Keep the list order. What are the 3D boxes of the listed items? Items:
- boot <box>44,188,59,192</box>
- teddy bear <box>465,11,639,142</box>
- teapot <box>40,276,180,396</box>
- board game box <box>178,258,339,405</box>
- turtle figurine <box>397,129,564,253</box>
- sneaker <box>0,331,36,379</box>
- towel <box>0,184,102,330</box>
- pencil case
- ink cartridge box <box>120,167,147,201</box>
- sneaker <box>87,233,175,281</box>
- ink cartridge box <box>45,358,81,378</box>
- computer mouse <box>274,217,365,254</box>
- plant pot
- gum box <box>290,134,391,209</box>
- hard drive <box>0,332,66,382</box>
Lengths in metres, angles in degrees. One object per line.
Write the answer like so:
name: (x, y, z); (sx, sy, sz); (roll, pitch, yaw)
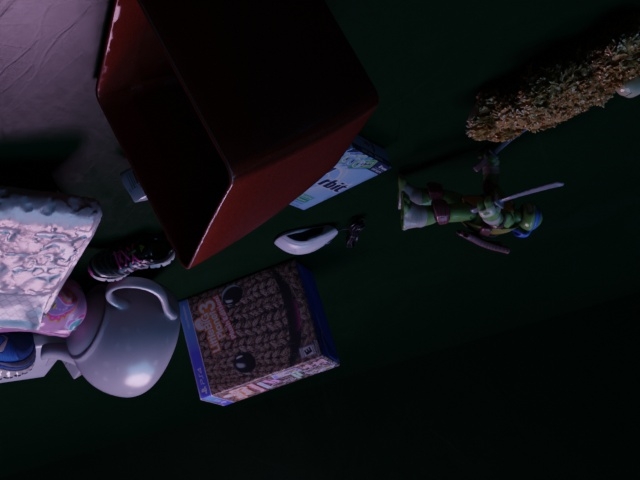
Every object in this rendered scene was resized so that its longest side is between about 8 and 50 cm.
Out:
boot: (-0.463, -0.004, 1.616); (0.165, 0.077, 0.213); (-14, 154, -10)
teddy bear: (0.393, -0.236, 1.670); (0.338, 0.113, 0.245); (-22, 164, 15)
teapot: (-0.399, 0.169, 1.993); (0.187, 0.256, 0.252); (26, 180, -32)
board game box: (-0.137, 0.205, 2.292); (0.291, 0.232, 0.141); (-21, 161, 11)
turtle figurine: (0.278, -0.105, 1.883); (0.266, 0.197, 0.274); (-1, 150, -1)
sneaker: (-0.623, 0.183, 1.936); (0.130, 0.147, 0.330); (7, -174, 7)
towel: (-0.524, 0.027, 1.510); (0.332, 0.053, 0.317); (6, 138, -31)
pencil case: (-0.555, 0.116, 1.825); (0.124, 0.124, 0.284); (-29, 159, 33)
ink cartridge box: (-0.169, -0.128, 1.603); (0.189, 0.066, 0.232); (-26, -179, 24)
sneaker: (-0.332, 0.024, 1.853); (0.170, 0.063, 0.075); (-13, 163, -30)
ink cartridge box: (-0.495, 0.237, 2.240); (0.180, 0.060, 0.104); (-31, 172, -31)
computer mouse: (0.000, 0.000, 2.115); (0.193, 0.042, 0.106); (-10, 162, -21)
plant pot: (-0.093, -0.165, 1.236); (0.236, 0.267, 0.267); (-23, 166, -26)
gum box: (0.006, -0.118, 1.771); (0.184, 0.041, 0.157); (-24, 161, 23)
hard drive: (-0.740, 0.263, 2.209); (0.353, 0.047, 0.233); (-5, 158, -32)
